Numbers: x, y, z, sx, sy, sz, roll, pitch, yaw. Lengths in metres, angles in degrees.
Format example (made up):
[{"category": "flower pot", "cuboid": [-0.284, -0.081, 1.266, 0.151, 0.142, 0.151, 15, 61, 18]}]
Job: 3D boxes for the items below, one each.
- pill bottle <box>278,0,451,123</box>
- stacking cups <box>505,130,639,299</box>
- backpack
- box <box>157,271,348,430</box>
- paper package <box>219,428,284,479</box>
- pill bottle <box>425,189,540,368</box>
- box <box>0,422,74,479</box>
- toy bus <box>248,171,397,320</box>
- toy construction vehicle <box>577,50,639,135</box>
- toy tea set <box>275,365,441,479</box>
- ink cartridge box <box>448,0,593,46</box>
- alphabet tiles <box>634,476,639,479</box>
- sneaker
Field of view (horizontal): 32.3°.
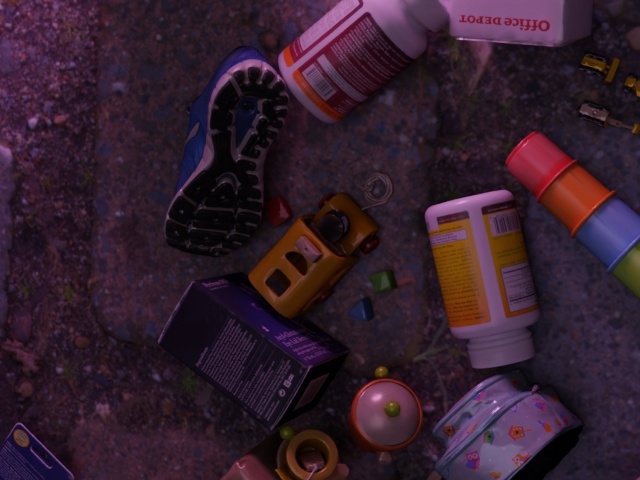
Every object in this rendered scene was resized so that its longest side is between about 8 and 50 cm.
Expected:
[{"category": "pill bottle", "cuboid": [0.061, -0.262, 1.441, 0.221, 0.121, 0.121, -37, 80, 20]}, {"category": "stacking cups", "cuboid": [0.360, -0.011, 1.354, 0.316, 0.096, 0.096, 45, 108, 13]}, {"category": "backpack", "cuboid": [0.226, 0.251, 1.377, 0.166, 0.188, 0.144, -46, 77, 19]}, {"category": "box", "cuboid": [-0.091, 0.146, 1.515, 0.207, 0.153, 0.108, 35, 105, 15]}, {"category": "paper package", "cuboid": [-0.071, 0.493, 1.526, 0.325, 0.168, 0.309, 48, 110, 11]}, {"category": "pill bottle", "cuboid": [0.210, 0.050, 1.407, 0.117, 0.117, 0.215, -13, 89, 22]}, {"category": "box", "cuboid": [-0.481, 0.408, 1.752, 0.136, 0.036, 0.225, 41, 108, 14]}, {"category": "toy bus", "cuboid": [-0.004, 0.012, 1.496, 0.191, 0.104, 0.202, -1, 94, 22]}, {"category": "toy construction vehicle", "cuboid": [0.364, -0.182, 1.378, 0.098, 0.035, 0.085, 20, 90, 17]}, {"category": "toy tea set", "cuboid": [0.103, 0.333, 1.424, 0.200, 0.124, 0.336, -36, 79, -21]}, {"category": "ink cartridge box", "cuboid": [0.246, -0.354, 1.338, 0.160, 0.093, 0.219, 13, 113, 35]}, {"category": "alphabet tiles", "cuboid": [0.424, 0.433, 1.346, 0.285, 0.011, 0.342, 44, 120, -1]}, {"category": "sneaker", "cuboid": [-0.131, -0.121, 1.538, 0.130, 0.147, 0.330, 15, 121, -17]}]
